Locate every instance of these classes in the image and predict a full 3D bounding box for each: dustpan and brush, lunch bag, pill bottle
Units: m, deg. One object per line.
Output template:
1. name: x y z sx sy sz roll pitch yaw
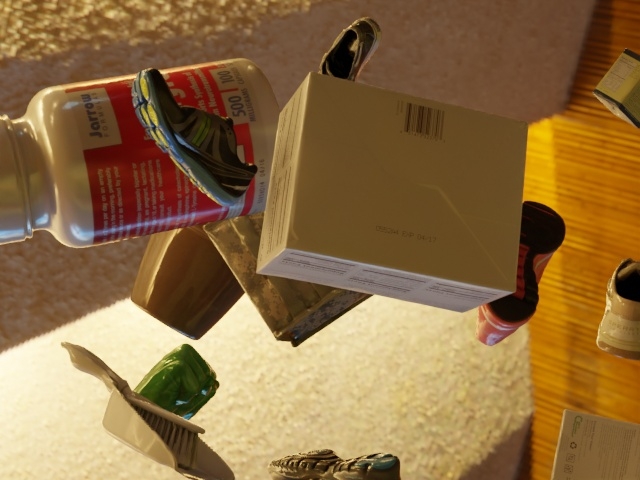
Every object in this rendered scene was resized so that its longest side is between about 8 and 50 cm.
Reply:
1. dustpan and brush: -0.175 0.159 1.053 0.060 0.211 0.147 -64 -22 -9
2. lunch bag: 0.000 0.000 1.802 0.287 0.235 0.169 -35 -16 4
3. pill bottle: -0.271 -0.117 1.562 0.408 0.229 0.229 -12 -61 -19

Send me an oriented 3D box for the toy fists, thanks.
1. toy fists: -0.236 0.249 1.837 0.142 0.096 0.279 -51 -8 -9

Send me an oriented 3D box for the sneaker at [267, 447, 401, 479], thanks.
1. sneaker: 0.018 0.461 2.036 0.125 0.341 0.139 -9 -89 -36

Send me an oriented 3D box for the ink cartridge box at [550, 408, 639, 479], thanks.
1. ink cartridge box: 0.499 0.413 1.858 0.045 0.224 0.223 28 -106 -69

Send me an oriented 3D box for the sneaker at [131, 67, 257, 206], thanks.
1. sneaker: -0.139 -0.121 1.227 0.078 0.067 0.188 -48 -59 -12

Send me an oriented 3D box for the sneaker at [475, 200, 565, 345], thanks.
1. sneaker: 0.331 0.054 1.945 0.314 0.116 0.136 -59 -5 -40

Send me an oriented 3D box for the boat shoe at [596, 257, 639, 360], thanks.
1. boat shoe: 0.482 0.078 1.670 0.302 0.109 0.098 -36 -45 -60

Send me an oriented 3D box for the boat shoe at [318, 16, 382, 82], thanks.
1. boat shoe: 0.027 -0.289 1.914 0.070 0.078 0.219 -33 -22 -48

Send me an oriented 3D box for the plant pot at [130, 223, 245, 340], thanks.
1. plant pot: -0.230 0.050 2.040 0.229 0.263 0.263 -58 -35 -4

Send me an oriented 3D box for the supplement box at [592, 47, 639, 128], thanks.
1. supplement box: 0.471 -0.229 1.677 0.083 0.056 0.083 28 -79 -47

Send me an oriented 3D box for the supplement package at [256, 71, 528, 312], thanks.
1. supplement package: 0.080 -0.048 1.259 0.262 0.145 0.204 11 -106 -14
